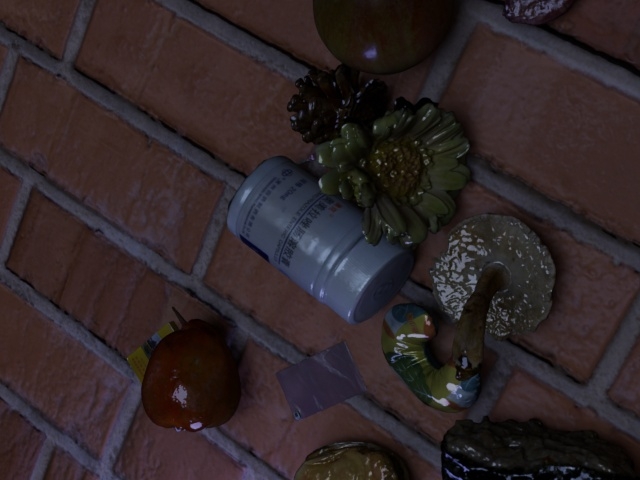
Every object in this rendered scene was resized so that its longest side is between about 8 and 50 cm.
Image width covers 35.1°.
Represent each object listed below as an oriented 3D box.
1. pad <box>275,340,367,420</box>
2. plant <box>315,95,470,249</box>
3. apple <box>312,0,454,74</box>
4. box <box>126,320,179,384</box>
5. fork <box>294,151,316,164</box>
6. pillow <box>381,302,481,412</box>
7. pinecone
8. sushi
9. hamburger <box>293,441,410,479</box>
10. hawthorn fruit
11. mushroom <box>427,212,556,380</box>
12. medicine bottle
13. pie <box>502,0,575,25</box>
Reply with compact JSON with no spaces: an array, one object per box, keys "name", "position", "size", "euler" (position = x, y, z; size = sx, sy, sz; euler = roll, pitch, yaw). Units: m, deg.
[{"name":"pad","position":[-0.002,0.292,2.086],"size":[0.188,0.006,0.113],"euler":[-28,82,28]},{"name":"plant","position":[0.134,-0.150,1.831],"size":[0.306,0.297,0.261],"euler":[34,105,-25]},{"name":"apple","position":[0.110,-0.432,1.793],"size":[0.257,0.234,0.256],"euler":[-3,68,8]},{"name":"box","position":[-0.362,0.258,2.269],"size":[0.155,0.023,0.087],"euler":[-39,74,26]},{"name":"fork","position":[-0.037,-0.160,2.051],"size":[0.115,0.012,0.016],"euler":[-21,82,34]},{"name":"pillow","position":[0.203,0.217,1.885],"size":[0.233,0.086,0.214],"euler":[52,151,16]},{"name":"pinecone","position":[0.029,-0.255,1.910],"size":[0.195,0.179,0.150],"euler":[-6,97,35]},{"name":"sushi","position":[0.388,0.419,1.781],"size":[0.350,0.211,0.170],"euler":[8,95,22]},{"name":"hamburger","position":[0.055,0.469,2.022],"size":[0.262,0.124,0.130],"euler":[-13,71,25]},{"name":"hawthorn fruit","position":[-0.271,0.268,2.121],"size":[0.211,0.210,0.262],"euler":[-5,86,29]},{"name":"mushroom","position":[0.310,0.089,1.747],"size":[0.208,0.301,0.233],"euler":[1,109,-5]},{"name":"medicine bottle","position":[0.000,0.000,1.946],"size":[0.332,0.190,0.190],"euler":[36,111,20]},{"name":"pie","position":[0.373,-0.486,1.766],"size":[0.204,0.054,0.218],"euler":[-21,84,29]}]
